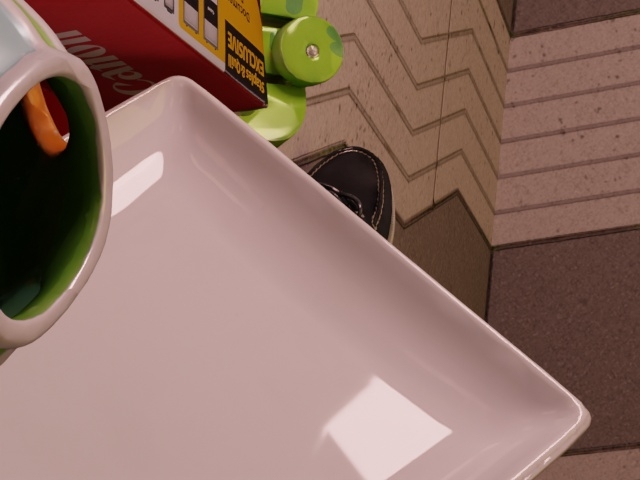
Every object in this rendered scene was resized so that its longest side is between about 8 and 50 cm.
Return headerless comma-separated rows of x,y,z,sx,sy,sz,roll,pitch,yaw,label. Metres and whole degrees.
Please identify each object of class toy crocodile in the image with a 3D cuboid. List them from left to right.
-0.040,-0.245,1.430,0.115,0.105,0.341,175,-78,-65,toy crocodile

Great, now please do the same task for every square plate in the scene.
-0.087,0.087,0.816,0.344,0.347,0.049,-35,154,-33,square plate

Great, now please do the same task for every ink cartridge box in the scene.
-0.143,-0.177,0.975,0.309,0.130,0.272,29,55,-71,ink cartridge box

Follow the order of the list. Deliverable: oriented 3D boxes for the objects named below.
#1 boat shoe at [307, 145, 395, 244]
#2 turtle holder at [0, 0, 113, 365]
-0.004,-0.001,1.555,0.113,0.127,0.340,93,23,-47,boat shoe
-0.235,-0.021,0.648,0.320,0.227,0.243,-23,117,-71,turtle holder
